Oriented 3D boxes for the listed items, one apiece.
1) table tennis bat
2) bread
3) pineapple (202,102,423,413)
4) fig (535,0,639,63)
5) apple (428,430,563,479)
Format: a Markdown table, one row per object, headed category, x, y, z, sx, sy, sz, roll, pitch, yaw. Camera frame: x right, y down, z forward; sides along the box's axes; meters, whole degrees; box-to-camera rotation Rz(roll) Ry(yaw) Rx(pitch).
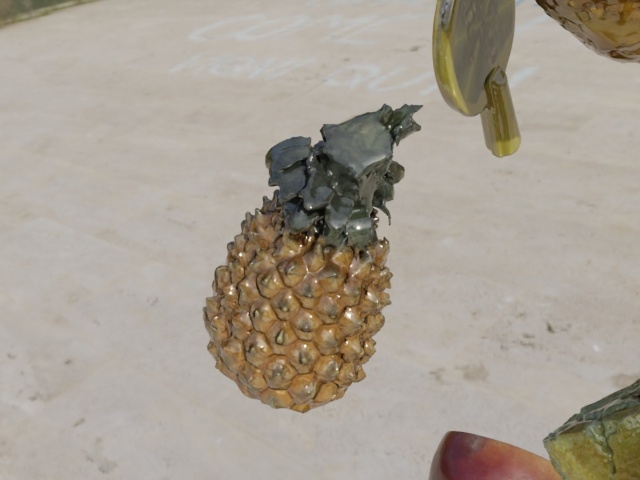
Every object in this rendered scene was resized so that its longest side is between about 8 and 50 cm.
| category | x | y | z | sx | sy | sz | roll | pitch | yaw |
| --- | --- | --- | --- | --- | --- | --- | --- | --- | --- |
| table tennis bat | 0.207 | -0.223 | 0.974 | 0.050 | 0.321 | 0.198 | 14 | 62 | 32 |
| bread | 0.435 | 0.255 | 1.037 | 0.257 | 0.124 | 0.186 | -35 | -7 | 27 |
| pineapple | -0.002 | -0.001 | 0.836 | 0.223 | 0.357 | 0.223 | 12 | 35 | -9 |
| fig | 0.268 | -0.338 | 0.759 | 0.286 | 0.286 | 0.368 | -27 | 42 | -27 |
| apple | 0.419 | 0.556 | 1.701 | 0.365 | 0.295 | 0.329 | 19 | 13 | 13 |
